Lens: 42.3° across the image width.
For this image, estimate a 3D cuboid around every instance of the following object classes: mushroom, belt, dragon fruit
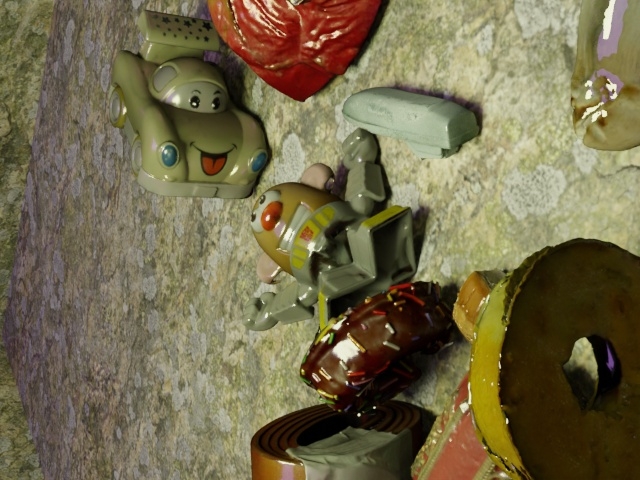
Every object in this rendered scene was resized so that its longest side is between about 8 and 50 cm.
[{"bbox_3d":[0.347,-0.268,0.778,0.177,0.126,0.397,52,130,30],"label":"mushroom"},{"bbox_3d":[0.028,0.309,1.123,0.217,0.338,0.122,-1,93,24],"label":"belt"},{"bbox_3d":[-0.014,-0.430,1.289,0.330,0.302,0.240,-29,35,37],"label":"dragon fruit"}]

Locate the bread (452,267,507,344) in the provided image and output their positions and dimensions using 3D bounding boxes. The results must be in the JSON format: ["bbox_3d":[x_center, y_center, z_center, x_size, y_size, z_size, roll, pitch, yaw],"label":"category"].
[{"bbox_3d":[0.211,0.085,1.046,0.070,0.076,0.083,48,131,39],"label":"bread"}]

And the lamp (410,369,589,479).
[{"bbox_3d":[0.209,0.262,0.986,0.177,0.177,0.274,53,136,40],"label":"lamp"}]

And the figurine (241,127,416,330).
[{"bbox_3d":[0.000,0.001,1.271,0.285,0.342,0.167,38,167,47],"label":"figurine"}]

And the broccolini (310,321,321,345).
[{"bbox_3d":[0.015,0.092,1.386,0.042,0.044,0.218,-172,86,-71],"label":"broccolini"}]

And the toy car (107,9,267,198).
[{"bbox_3d":[-0.249,-0.254,1.578,0.336,0.242,0.226,58,134,39],"label":"toy car"}]

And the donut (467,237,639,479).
[{"bbox_3d":[0.257,0.136,0.833,0.107,0.272,0.272,156,108,-65],"label":"donut"}]

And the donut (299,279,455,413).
[{"bbox_3d":[0.083,0.154,1.136,0.230,0.216,0.096,-47,62,29],"label":"donut"}]

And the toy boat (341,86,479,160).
[{"bbox_3d":[0.115,-0.168,1.178,0.260,0.078,0.085,25,135,51],"label":"toy boat"}]
